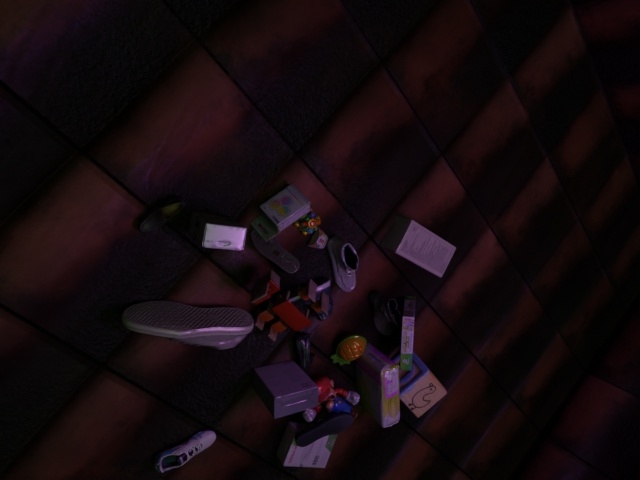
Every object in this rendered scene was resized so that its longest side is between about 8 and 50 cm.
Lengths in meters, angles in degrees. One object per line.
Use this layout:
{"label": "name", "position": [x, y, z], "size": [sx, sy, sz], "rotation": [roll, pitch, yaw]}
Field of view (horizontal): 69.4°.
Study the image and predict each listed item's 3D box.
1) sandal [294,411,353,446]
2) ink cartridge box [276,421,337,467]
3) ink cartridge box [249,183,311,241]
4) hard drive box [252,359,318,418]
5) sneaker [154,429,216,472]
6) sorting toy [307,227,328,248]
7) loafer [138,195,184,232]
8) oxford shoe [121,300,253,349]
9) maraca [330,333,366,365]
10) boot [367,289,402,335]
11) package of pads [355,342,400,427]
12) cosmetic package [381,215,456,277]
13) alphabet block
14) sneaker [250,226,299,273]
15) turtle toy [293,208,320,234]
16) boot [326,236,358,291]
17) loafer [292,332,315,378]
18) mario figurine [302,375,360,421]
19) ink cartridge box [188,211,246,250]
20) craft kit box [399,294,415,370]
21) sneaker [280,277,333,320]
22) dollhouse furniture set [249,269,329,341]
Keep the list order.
{"label": "sandal", "position": [0.011, 0.763, 1.904], "size": [0.255, 0.054, 0.097], "rotation": [-21, 122, -3]}
{"label": "ink cartridge box", "position": [-0.060, 0.883, 1.997], "size": [0.220, 0.093, 0.160], "rotation": [20, 92, -30]}
{"label": "ink cartridge box", "position": [-0.148, -0.101, 1.671], "size": [0.209, 0.109, 0.062], "rotation": [-36, 156, -16]}
{"label": "hard drive box", "position": [-0.140, 0.567, 1.788], "size": [0.181, 0.232, 0.089], "rotation": [-5, 106, -27]}
{"label": "sneaker", "position": [-0.502, 0.796, 1.738], "size": [0.237, 0.086, 0.085], "rotation": [-21, 111, -24]}
{"label": "sorting toy", "position": [0.000, 0.000, 1.832], "size": [0.075, 0.045, 0.083], "rotation": [27, 89, -51]}
{"label": "loafer", "position": [-0.518, -0.084, 1.506], "size": [0.170, 0.061, 0.062], "rotation": [-43, 120, -12]}
{"label": "oxford shoe", "position": [-0.453, 0.304, 1.600], "size": [0.450, 0.169, 0.130], "rotation": [10, 120, -31]}
{"label": "maraca", "position": [0.121, 0.473, 1.990], "size": [0.127, 0.099, 0.185], "rotation": [26, 115, -23]}
{"label": "boot", "position": [0.293, 0.339, 2.006], "size": [0.083, 0.161, 0.246], "rotation": [-30, 116, -18]}
{"label": "package of pads", "position": [0.250, 0.633, 2.022], "size": [0.101, 0.229, 0.296], "rotation": [-12, 109, -26]}
{"label": "cosmetic package", "position": [0.435, 0.029, 2.031], "size": [0.310, 0.113, 0.160], "rotation": [28, 89, -31]}
{"label": "alphabet block", "position": [0.427, 0.651, 2.130], "size": [0.192, 0.193, 0.197], "rotation": [-40, 119, 1]}
{"label": "sneaker", "position": [-0.179, 0.047, 1.724], "size": [0.222, 0.118, 0.083], "rotation": [45, 73, 0]}
{"label": "turtle toy", "position": [-0.051, -0.079, 1.761], "size": [0.095, 0.066, 0.130], "rotation": [-49, 120, -9]}
{"label": "boot", "position": [0.105, 0.112, 1.864], "size": [0.095, 0.123, 0.258], "rotation": [-30, 116, -19]}
{"label": "loafer", "position": [-0.059, 0.487, 1.902], "size": [0.078, 0.076, 0.223], "rotation": [-11, 105, -18]}
{"label": "mario figurine", "position": [0.049, 0.707, 1.961], "size": [0.320, 0.170, 0.198], "rotation": [55, 46, -35]}
{"label": "ink cartridge box", "position": [-0.344, -0.033, 1.539], "size": [0.140, 0.191, 0.082], "rotation": [7, 100, -30]}
{"label": "craft kit box", "position": [0.386, 0.401, 2.041], "size": [0.061, 0.246, 0.249], "rotation": [4, 106, 14]}
{"label": "sneaker", "position": [-0.049, 0.259, 1.842], "size": [0.226, 0.086, 0.163], "rotation": [-17, 110, -24]}
{"label": "dollhouse furniture set", "position": [-0.138, 0.243, 1.685], "size": [0.262, 0.135, 0.259], "rotation": [-30, 119, 22]}
